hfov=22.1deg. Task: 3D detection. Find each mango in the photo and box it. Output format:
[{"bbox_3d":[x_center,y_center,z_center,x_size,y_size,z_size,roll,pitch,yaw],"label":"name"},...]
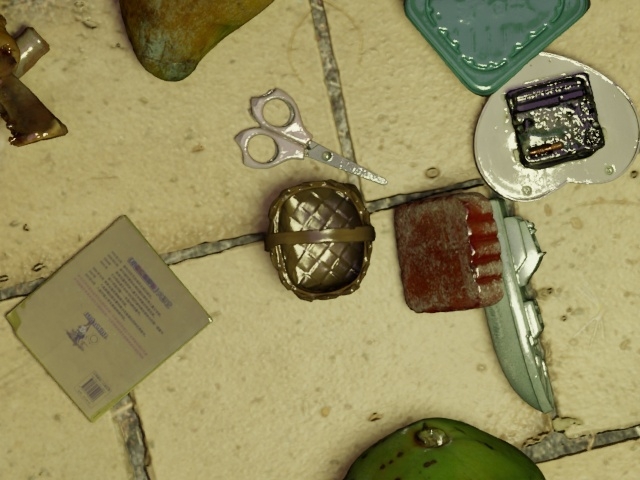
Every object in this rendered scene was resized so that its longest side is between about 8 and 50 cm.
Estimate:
[{"bbox_3d":[-0.126,-0.333,1.887,0.193,0.146,0.316,32,105,1],"label":"mango"}]

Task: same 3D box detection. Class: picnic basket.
[{"bbox_3d":[0.000,0.000,1.867,0.128,0.178,0.137,-8,91,1],"label":"picnic basket"}]

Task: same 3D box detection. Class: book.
[{"bbox_3d":[-0.253,0.094,1.952,0.192,0.013,0.168,-40,91,1],"label":"book"}]

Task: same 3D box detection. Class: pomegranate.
[{"bbox_3d":[0.144,0.336,1.851,0.254,0.254,0.270,-14,100,0],"label":"pomegranate"}]

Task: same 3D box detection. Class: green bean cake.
[{"bbox_3d":[0.150,0.014,1.894,0.056,0.135,0.135,-8,89,-36],"label":"green bean cake"}]

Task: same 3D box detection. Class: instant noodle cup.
[{"bbox_3d":[0.203,-0.274,1.917,0.179,0.070,0.157,-40,89,1],"label":"instant noodle cup"}]

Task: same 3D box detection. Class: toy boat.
[{"bbox_3d":[0.235,0.076,1.918,0.085,0.078,0.260,-14,88,15],"label":"toy boat"}]

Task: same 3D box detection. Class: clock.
[{"bbox_3d":[0.274,-0.140,1.922,0.198,0.064,0.172,-13,92,0],"label":"clock"}]

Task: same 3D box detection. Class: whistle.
[{"bbox_3d":[-0.409,-0.167,1.928,0.220,0.057,0.107,-42,88,-1],"label":"whistle"}]

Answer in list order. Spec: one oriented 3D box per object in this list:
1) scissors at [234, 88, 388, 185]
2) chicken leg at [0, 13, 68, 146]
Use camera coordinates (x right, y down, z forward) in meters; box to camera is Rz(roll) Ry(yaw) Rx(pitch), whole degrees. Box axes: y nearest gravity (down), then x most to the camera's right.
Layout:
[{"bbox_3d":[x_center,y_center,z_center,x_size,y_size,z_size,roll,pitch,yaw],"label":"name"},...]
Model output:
[{"bbox_3d":[-0.006,-0.107,1.949,0.189,0.015,0.100,24,92,-2],"label":"scissors"},{"bbox_3d":[-0.399,-0.291,1.866,0.295,0.182,0.409,-37,81,-20],"label":"chicken leg"}]
